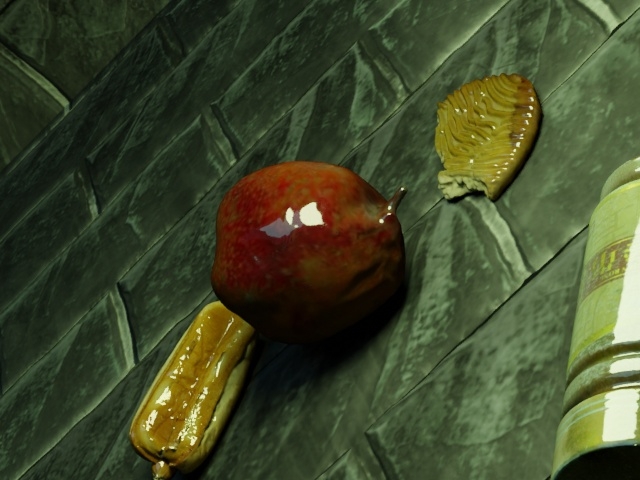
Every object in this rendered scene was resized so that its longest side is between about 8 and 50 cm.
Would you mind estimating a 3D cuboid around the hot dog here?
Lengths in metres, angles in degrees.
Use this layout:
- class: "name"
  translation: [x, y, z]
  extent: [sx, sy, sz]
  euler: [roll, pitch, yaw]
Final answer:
- class: "hot dog"
  translation: [-0.149, 0.182, 1.895]
  extent: [0.076, 0.102, 0.249]
  euler: [98, -165, -55]

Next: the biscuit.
- class: "biscuit"
  translation: [0.181, -0.126, 1.877]
  extent: [0.176, 0.031, 0.228]
  euler: [-51, 27, -9]

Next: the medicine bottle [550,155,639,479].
- class: "medicine bottle"
  translation: [0.282, 0.083, 1.315]
  extent: [0.151, 0.151, 0.322]
  euler: [-25, 35, 38]

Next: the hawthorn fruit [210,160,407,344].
- class: "hawthorn fruit"
  translation: [0.000, 0.000, 1.787]
  extent: [0.248, 0.208, 0.208]
  euler: [-24, 35, 39]
